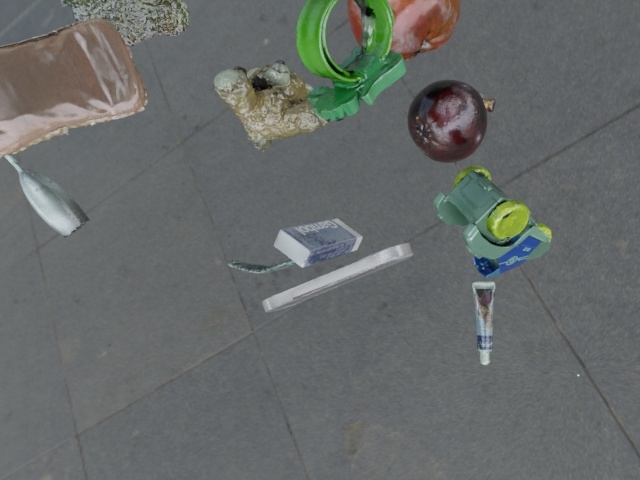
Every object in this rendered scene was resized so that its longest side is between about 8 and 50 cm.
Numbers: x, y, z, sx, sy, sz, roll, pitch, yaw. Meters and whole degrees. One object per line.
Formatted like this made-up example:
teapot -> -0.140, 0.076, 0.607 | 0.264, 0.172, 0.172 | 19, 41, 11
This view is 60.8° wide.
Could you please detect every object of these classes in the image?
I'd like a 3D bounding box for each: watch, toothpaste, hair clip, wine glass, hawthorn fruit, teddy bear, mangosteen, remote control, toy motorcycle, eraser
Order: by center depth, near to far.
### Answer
watch -> 0.033, -0.273, 0.775 | 0.165, 0.152, 0.131 | -41, 38, -11
remote control -> 0.021, 0.057, 0.796 | 0.245, 0.077, 0.022 | -24, 79, 23
wine glass -> -0.466, -0.091, 0.889 | 0.066, 0.066, 0.198 | -37, 102, 13
eraser -> 0.000, 0.000, 1.220 | 0.092, 0.213, 0.046 | 37, 119, 26
hair clip -> -0.122, 0.057, 1.275 | 0.229, 0.066, 0.036 | -6, 98, 29
teddy bear -> -0.105, -0.330, 1.276 | 0.267, 0.156, 0.256 | 21, 44, -7
toy motorcycle -> 0.429, -0.015, 1.335 | 0.200, 0.327, 0.191 | -46, 38, 15
hawthorn fruit -> 0.209, -0.588, 1.390 | 0.285, 0.284, 0.284 | -6, 75, 24
toothpaste -> 0.425, 0.214, 1.418 | 0.062, 0.037, 0.216 | 1, 87, -4
mangosteen -> 0.382, -0.351, 1.537 | 0.262, 0.235, 0.235 | -29, 62, -19

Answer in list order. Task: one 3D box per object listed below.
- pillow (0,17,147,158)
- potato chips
pillow -> -0.324, -0.186, 0.654 | 0.211, 0.034, 0.135 | -23, 89, -21
potato chips -> -0.341, -0.401, 0.962 | 0.142, 0.209, 0.026 | -66, 20, 16
